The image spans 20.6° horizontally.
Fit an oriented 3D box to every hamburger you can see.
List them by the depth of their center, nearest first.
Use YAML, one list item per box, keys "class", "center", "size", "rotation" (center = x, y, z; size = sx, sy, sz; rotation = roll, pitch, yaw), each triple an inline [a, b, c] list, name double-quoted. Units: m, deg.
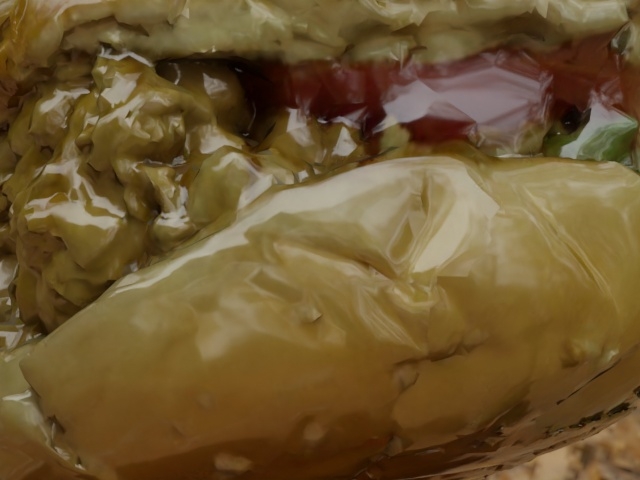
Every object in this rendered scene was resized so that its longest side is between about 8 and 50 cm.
- class: "hamburger"
  center: [0.000, 0.000, 0.498]
  size: [0.244, 0.244, 0.163]
  rotation: [-1, 69, -25]
